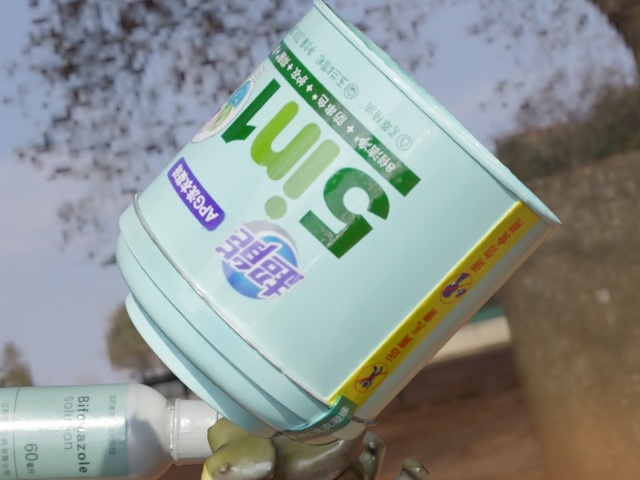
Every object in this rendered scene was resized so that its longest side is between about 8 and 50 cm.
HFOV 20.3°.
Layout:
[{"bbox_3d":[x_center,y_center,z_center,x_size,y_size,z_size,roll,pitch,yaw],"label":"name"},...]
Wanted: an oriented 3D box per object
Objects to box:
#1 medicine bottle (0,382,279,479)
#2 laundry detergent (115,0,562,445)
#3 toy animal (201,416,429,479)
[{"bbox_3d":[-0.219,0.205,1.870,0.352,0.110,0.110,-2,-7,0],"label":"medicine bottle"},{"bbox_3d":[0.000,0.000,1.521,0.305,0.287,0.287,-47,-13,7],"label":"laundry detergent"},{"bbox_3d":[-0.009,0.224,1.763,0.233,0.169,0.121,33,-2,-38],"label":"toy animal"}]
